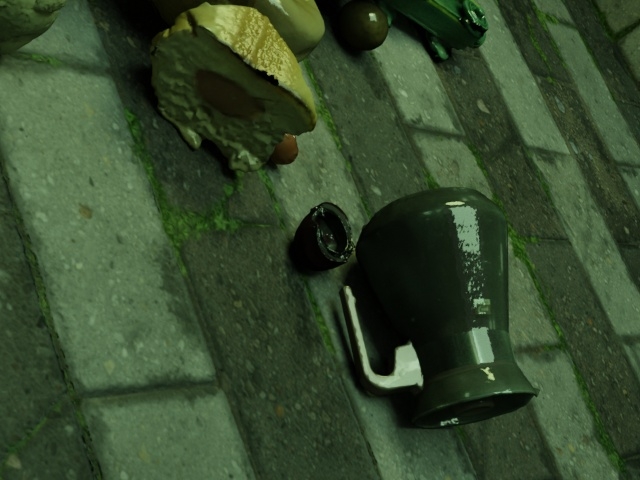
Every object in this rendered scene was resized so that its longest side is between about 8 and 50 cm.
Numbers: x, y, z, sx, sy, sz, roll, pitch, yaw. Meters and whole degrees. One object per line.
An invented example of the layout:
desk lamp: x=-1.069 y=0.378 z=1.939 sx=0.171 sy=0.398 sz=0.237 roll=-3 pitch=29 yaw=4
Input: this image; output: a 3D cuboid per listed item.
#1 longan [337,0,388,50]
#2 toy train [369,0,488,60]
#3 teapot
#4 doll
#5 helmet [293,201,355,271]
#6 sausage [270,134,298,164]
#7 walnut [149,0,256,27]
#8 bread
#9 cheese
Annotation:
longan: x=0.085 y=-0.432 z=2.203 sx=0.106 sy=0.106 sz=0.119 roll=40 pitch=22 yaw=-23
toy train: x=0.222 y=-0.548 z=2.442 sx=0.369 sy=0.150 sz=0.237 roll=24 pitch=39 yaw=-42
teapot: x=0.183 y=0.110 z=1.757 sx=0.300 sy=0.253 sz=0.344 roll=-6 pitch=67 yaw=-17
doll: x=-0.434 y=-0.351 z=1.479 sx=0.175 sy=0.149 sz=0.278 roll=-1 pitch=38 yaw=-16
helmet: x=0.000 y=0.000 z=1.746 sx=0.098 sy=0.070 sz=0.123 roll=52 pitch=26 yaw=-18
sausage: x=-0.117 y=-0.261 z=1.820 sx=0.078 sy=0.078 sz=0.304 roll=-4 pitch=67 yaw=-53
walnut: x=-0.180 y=-0.422 z=1.707 sx=0.198 sy=0.245 sz=0.198 roll=1 pitch=55 yaw=-2
bread: x=-0.154 y=-0.232 z=1.649 sx=0.211 sy=0.184 sz=0.224 roll=1 pitch=59 yaw=-50
cheese: x=-0.093 y=-0.420 z=1.950 sx=0.235 sy=0.117 sz=0.218 roll=35 pitch=37 yaw=-35
